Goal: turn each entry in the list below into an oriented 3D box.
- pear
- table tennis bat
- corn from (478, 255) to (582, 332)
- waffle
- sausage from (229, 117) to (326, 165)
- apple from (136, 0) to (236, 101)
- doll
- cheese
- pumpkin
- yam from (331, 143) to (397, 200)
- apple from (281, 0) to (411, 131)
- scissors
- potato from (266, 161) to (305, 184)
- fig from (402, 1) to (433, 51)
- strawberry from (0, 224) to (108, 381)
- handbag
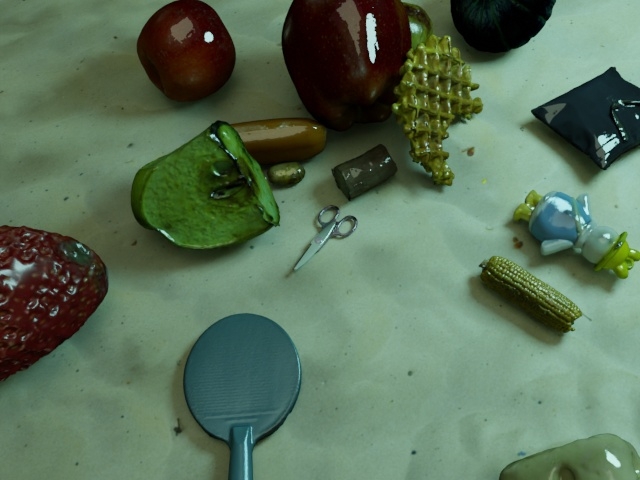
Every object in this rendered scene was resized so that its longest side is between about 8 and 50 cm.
[{"bbox_3d":[-0.238,-0.082,1.282,0.256,0.238,0.164,-31,20,10],"label":"pear"},{"bbox_3d":[-0.140,0.280,1.131,0.215,0.044,0.328,-4,57,0],"label":"table tennis bat"},{"bbox_3d":[0.387,0.096,1.183,0.207,0.068,0.068,35,68,23],"label":"corn"},{"bbox_3d":[0.237,-0.284,1.330,0.069,0.259,0.292,-3,48,42],"label":"waffle"},{"bbox_3d":[-0.122,-0.213,1.380,0.275,0.105,0.105,-6,60,-1],"label":"sausage"},{"bbox_3d":[-0.304,-0.435,1.460,0.201,0.218,0.218,-34,63,-17],"label":"apple"},{"bbox_3d":[0.495,-0.016,1.224,0.241,0.098,0.135,37,46,21],"label":"doll"},{"bbox_3d":[0.386,0.362,0.950,0.235,0.218,0.117,-6,63,-25],"label":"cheese"},{"bbox_3d":[0.440,-0.562,1.497,0.248,0.248,0.247,-2,60,3],"label":"pumpkin"},{"bbox_3d":[0.094,-0.146,1.340,0.127,0.084,0.084,-30,62,-9],"label":"yam"},{"bbox_3d":[0.055,-0.410,1.380,0.289,0.288,0.316,-12,79,-3],"label":"apple"},{"bbox_3d":[0.000,0.000,1.293,0.085,0.022,0.176,32,64,19],"label":"scissors"},{"bbox_3d":[-0.074,-0.143,1.372,0.084,0.040,0.051,-5,60,0],"label":"potato"},{"bbox_3d":[0.192,-0.502,1.515,0.153,0.120,0.135,-6,55,2],"label":"fig"},{"bbox_3d":[-0.564,0.108,1.119,0.310,0.291,0.291,-5,60,3],"label":"strawberry"},{"bbox_3d":[0.621,-0.268,1.369,0.254,0.088,0.211,-28,59,-16],"label":"handbag"}]
